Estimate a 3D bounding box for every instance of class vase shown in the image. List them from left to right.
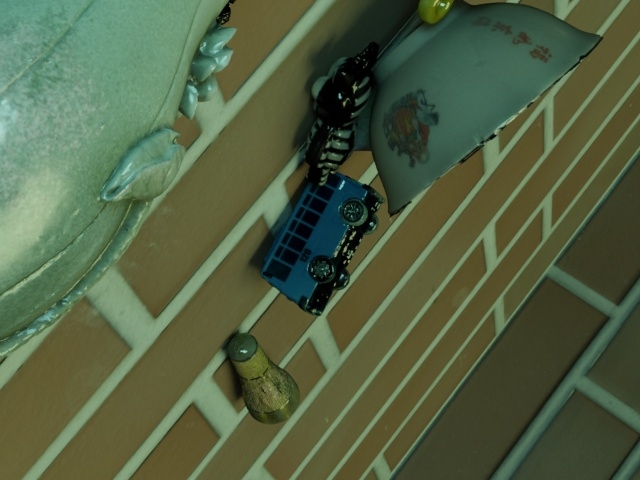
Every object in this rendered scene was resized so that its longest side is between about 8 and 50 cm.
[{"bbox_3d":[-0.187,-0.138,0.942,0.445,0.250,0.250,-52,159,-20],"label":"vase"}]

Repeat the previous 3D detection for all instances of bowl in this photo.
[{"bbox_3d":[0.167,-0.197,1.579,0.345,0.157,0.345,-40,-179,1],"label":"bowl"}]

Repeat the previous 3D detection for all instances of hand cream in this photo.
[{"bbox_3d":[-0.092,0.194,1.840,0.084,0.084,0.203,-50,151,-15],"label":"hand cream"}]

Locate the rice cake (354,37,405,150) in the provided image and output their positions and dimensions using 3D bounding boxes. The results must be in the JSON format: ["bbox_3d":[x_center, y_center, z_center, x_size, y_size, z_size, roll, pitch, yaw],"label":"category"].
[{"bbox_3d":[0.124,-0.197,1.771,0.189,0.037,0.198,-60,159,9],"label":"rice cake"}]

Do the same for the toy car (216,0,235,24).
[{"bbox_3d":[-0.074,-0.287,1.179,0.216,0.063,0.103,-52,160,-27],"label":"toy car"}]

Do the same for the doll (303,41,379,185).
[{"bbox_3d":[0.021,-0.157,1.571,0.091,0.067,0.219,-43,161,-39],"label":"doll"}]

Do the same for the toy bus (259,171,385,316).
[{"bbox_3d":[0.000,0.000,1.696,0.184,0.106,0.090,-61,163,-2],"label":"toy bus"}]

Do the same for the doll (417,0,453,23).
[{"bbox_3d":[0.247,-0.473,1.483,0.348,0.161,0.423,-32,143,-54],"label":"doll"}]
